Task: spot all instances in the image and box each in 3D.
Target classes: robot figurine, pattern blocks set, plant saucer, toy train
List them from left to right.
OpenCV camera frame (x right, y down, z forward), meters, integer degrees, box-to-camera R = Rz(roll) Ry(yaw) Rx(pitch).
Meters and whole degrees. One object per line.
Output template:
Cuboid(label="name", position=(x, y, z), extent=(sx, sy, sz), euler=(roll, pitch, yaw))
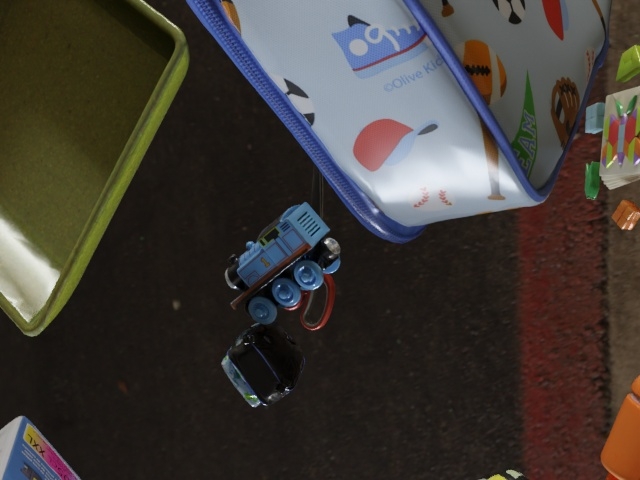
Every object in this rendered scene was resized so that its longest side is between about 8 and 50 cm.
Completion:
Cuboid(label="plant saucer", position=(-0.161, -0.074, 0.550), extent=(0.188, 0.045, 0.188), euler=(40, 109, 26))
Cuboid(label="toy train", position=(-0.055, 0.034, 1.296), extent=(0.184, 0.080, 0.105), euler=(-38, 91, 34))
Cuboid(label="pattern blocks set", position=(0.482, -0.162, 1.505), extent=(0.325, 0.026, 0.285), euler=(120, 154, -74))
Cuboid(label="robot figurine", position=(0.479, 0.276, 1.360), extent=(0.128, 0.158, 0.219), euler=(27, 102, 39))

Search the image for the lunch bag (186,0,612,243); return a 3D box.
Cuboid(label="lunch bag", position=(0.051, -0.170, 0.502), extent=(0.115, 0.303, 0.243), euler=(-18, 126, 37))

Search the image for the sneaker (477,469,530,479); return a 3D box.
Cuboid(label="sneaker", position=(0.282, 0.478, 1.283), extent=(0.145, 0.147, 0.384), euler=(22, 140, 59))

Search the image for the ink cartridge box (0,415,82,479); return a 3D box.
Cuboid(label="ink cartridge box", position=(-0.372, 0.363, 0.945), extent=(0.151, 0.270, 0.395), euler=(51, 175, -11))

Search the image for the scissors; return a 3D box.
Cuboid(label="scissors", position=(0.000, 0.000, 1.531), extent=(0.109, 0.021, 0.297), euler=(28, 113, 27))

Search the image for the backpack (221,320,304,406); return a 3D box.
Cuboid(label="backpack", position=(-0.081, 0.169, 1.361), extent=(0.084, 0.114, 0.105), euler=(-35, 96, 22))
